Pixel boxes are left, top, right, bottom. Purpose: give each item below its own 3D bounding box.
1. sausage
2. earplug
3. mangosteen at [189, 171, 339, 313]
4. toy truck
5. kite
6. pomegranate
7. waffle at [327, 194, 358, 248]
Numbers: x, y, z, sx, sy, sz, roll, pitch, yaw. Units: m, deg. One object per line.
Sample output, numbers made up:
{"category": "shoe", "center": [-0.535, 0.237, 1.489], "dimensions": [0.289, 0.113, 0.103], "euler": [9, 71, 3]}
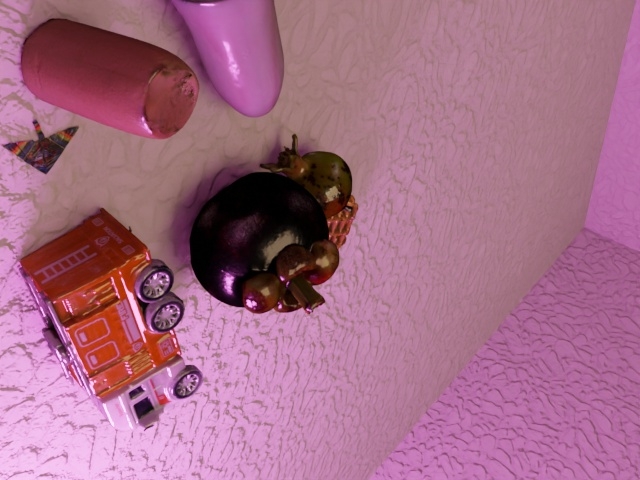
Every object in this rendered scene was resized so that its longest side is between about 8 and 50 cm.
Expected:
{"category": "sausage", "center": [-0.275, -0.212, 0.914], "dimensions": [0.123, 0.253, 0.123], "euler": [-36, 138, -40]}
{"category": "earplug", "center": [-0.131, -0.323, 1.129], "dimensions": [0.172, 0.172, 0.301], "euler": [-47, 152, -20]}
{"category": "mangosteen", "center": [-0.095, 0.025, 1.302], "dimensions": [0.275, 0.302, 0.275], "euler": [-32, 150, -21]}
{"category": "toy truck", "center": [-0.353, 0.159, 1.181], "dimensions": [0.207, 0.173, 0.387], "euler": [-32, 136, -28]}
{"category": "kite", "center": [-0.409, -0.138, 1.015], "dimensions": [0.122, 0.004, 0.090], "euler": [-31, 138, -38]}
{"category": "pomegranate", "center": [-0.017, -0.127, 1.439], "dimensions": [0.156, 0.156, 0.220], "euler": [-57, 149, -6]}
{"category": "waffle", "center": [0.001, 0.000, 1.628], "dimensions": [0.253, 0.056, 0.249], "euler": [-41, 154, -34]}
